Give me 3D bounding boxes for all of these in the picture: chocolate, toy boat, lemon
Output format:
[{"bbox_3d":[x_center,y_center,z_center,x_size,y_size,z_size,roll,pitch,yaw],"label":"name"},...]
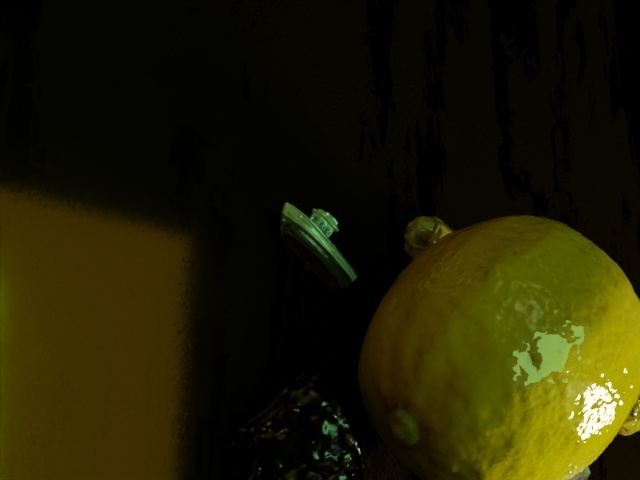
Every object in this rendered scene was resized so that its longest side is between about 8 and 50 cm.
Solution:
[{"bbox_3d":[-0.040,0.235,1.107,0.133,0.156,0.156,-21,92,-14],"label":"chocolate"},{"bbox_3d":[0.000,0.000,1.238,0.140,0.059,0.066,46,63,-22],"label":"toy boat"},{"bbox_3d":[0.204,0.163,1.191,0.364,0.364,0.364,14,68,-40],"label":"lemon"}]

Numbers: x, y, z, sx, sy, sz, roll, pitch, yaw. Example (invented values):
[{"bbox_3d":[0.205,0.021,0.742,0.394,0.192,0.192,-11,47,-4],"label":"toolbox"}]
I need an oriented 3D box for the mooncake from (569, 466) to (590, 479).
[{"bbox_3d":[0.349,0.331,1.457,0.130,0.073,0.125,-9,87,-43],"label":"mooncake"}]

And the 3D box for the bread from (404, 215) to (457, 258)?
[{"bbox_3d":[0.260,0.067,1.451,0.368,0.084,0.077,32,97,-34],"label":"bread"}]

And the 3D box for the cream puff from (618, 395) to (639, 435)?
[{"bbox_3d":[0.540,0.255,1.632,0.146,0.116,0.146,17,63,-37],"label":"cream puff"}]
